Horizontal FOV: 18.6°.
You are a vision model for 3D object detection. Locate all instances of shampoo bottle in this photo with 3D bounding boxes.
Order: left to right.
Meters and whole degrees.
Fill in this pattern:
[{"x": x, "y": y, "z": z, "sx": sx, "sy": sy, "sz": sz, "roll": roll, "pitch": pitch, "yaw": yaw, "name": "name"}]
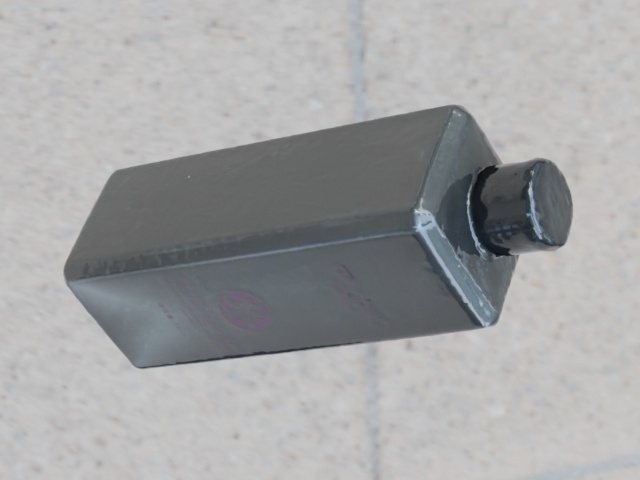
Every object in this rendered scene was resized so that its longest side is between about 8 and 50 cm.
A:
[{"x": 0.000, "y": 0.000, "z": 0.908, "sx": 0.080, "sy": 0.246, "sz": 0.079, "roll": 54, "pitch": 42, "yaw": -34, "name": "shampoo bottle"}]
